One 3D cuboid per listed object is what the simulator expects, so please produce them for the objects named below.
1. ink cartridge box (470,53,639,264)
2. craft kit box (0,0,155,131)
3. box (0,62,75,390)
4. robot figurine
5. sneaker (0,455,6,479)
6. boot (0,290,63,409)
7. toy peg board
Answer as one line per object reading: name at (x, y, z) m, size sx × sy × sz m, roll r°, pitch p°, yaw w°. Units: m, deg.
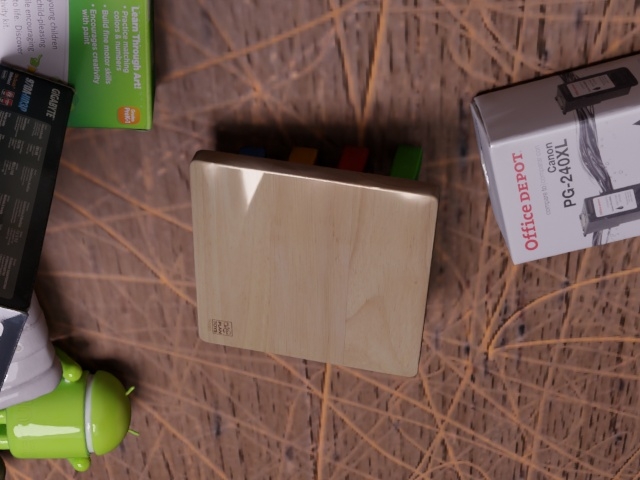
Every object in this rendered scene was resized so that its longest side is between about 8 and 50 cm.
ink cartridge box at (0.185, -0.056, 0.747) m, size 0.150 × 0.063 × 0.109 m, roll -14°, pitch 129°, yaw 7°
craft kit box at (-0.216, -0.179, 0.620) m, size 0.246 × 0.061 × 0.250 m, roll 3°, pitch 129°, yaw -4°
box at (-0.192, 0.030, 0.612) m, size 0.051 × 0.220 × 0.175 m, roll 17°, pitch 121°, yaw -17°
robot figurine at (-0.199, 0.134, 0.867) m, size 0.115 × 0.067 × 0.101 m, roll -2°, pitch 117°, yaw -4°
sneaker at (-0.340, 0.156, 0.873) m, size 0.192 × 0.064 × 0.086 m, roll 13°, pitch 132°, yaw -11°
boot at (-0.317, 0.094, 0.799) m, size 0.258 × 0.095 × 0.123 m, roll -14°, pitch 117°, yaw 4°
toy peg board at (0.000, 0.000, 0.782) m, size 0.160 × 0.079 × 0.161 m, roll 9°, pitch 129°, yaw 8°
